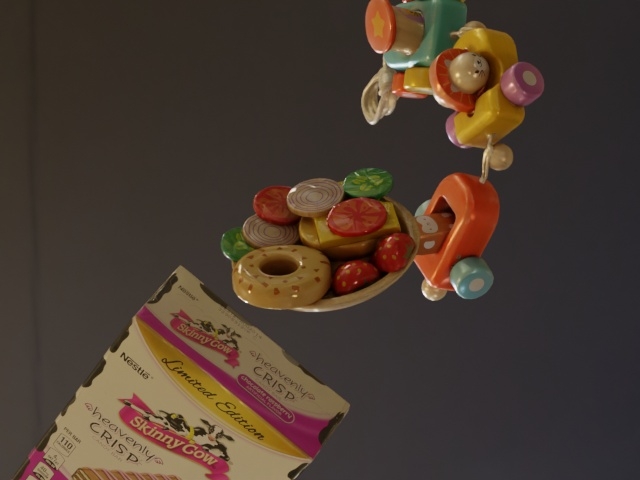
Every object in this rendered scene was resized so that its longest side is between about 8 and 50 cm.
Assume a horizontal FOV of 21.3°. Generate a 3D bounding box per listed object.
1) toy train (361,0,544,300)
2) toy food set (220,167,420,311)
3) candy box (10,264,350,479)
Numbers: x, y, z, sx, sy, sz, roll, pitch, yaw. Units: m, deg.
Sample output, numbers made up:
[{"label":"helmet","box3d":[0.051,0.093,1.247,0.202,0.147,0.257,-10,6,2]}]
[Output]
[{"label":"toy train","box3d":[0.047,-0.057,0.820,0.125,0.046,0.166,-62,35,32]},{"label":"toy food set","box3d":[0.000,0.000,0.718,0.082,0.083,0.020,-106,4,-53]},{"label":"candy box","box3d":[-0.107,0.149,1.236,0.159,0.071,0.233,39,130,0]}]
